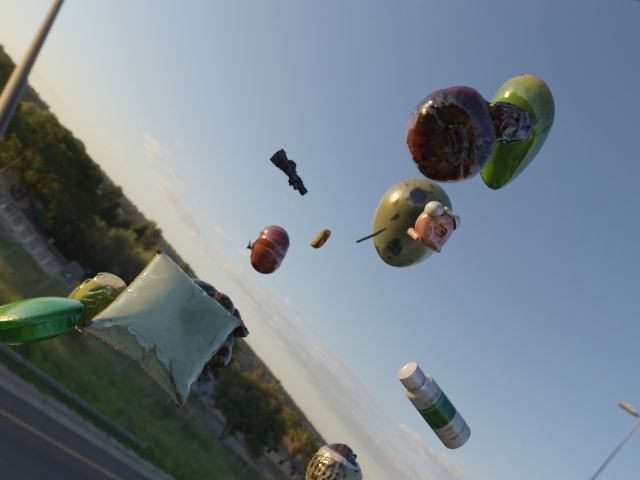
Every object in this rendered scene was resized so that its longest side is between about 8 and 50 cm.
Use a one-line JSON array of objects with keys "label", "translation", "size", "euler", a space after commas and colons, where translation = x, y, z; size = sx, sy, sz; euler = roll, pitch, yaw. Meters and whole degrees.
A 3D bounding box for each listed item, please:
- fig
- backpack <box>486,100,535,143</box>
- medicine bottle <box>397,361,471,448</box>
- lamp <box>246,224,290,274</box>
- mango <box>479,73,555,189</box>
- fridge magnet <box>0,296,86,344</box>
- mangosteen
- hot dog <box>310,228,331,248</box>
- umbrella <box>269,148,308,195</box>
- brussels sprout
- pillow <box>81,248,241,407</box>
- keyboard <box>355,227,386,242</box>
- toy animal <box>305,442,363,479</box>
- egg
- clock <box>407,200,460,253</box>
[{"label": "fig", "translation": [0.320, -0.265, 1.179], "size": [0.223, 0.263, 0.224], "euler": [21, -44, 22]}, {"label": "backpack", "translation": [0.543, -0.339, 1.397], "size": [0.106, 0.165, 0.120], "euler": [-135, -134, -62]}, {"label": "medicine bottle", "translation": [0.320, 0.468, 1.373], "size": [0.260, 0.095, 0.095], "euler": [52, -15, -6]}, {"label": "lamp", "translation": [-0.188, 0.029, 1.717], "size": [0.140, 0.182, 0.182], "euler": [26, -12, -10]}, {"label": "mango", "translation": [0.636, -0.351, 1.592], "size": [0.225, 0.201, 0.382], "euler": [35, -66, 52]}, {"label": "fridge magnet", "translation": [-0.628, 0.171, 1.056], "size": [0.208, 0.207, 0.088], "euler": [180, -97, -71]}, {"label": "mangosteen", "translation": [-0.545, 0.364, 2.095], "size": [0.421, 0.381, 0.381], "euler": [23, -4, -24]}, {"label": "hot dog", "translation": [0.000, 0.000, 1.553], "size": [0.030, 0.034, 0.090], "euler": [29, -52, -22]}, {"label": "umbrella", "translation": [-0.125, -0.292, 2.094], "size": [0.224, 0.080, 0.071], "euler": [55, 17, 5]}, {"label": "brussels sprout", "translation": [-0.601, 0.179, 1.309], "size": [0.161, 0.181, 0.144], "euler": [16, 19, 9]}, {"label": "pillow", "translation": [-0.389, 0.214, 1.242], "size": [0.312, 0.310, 0.119], "euler": [44, -47, -10]}, {"label": "keyboard", "translation": [0.200, -0.020, 1.922], "size": [0.014, 0.055, 0.176], "euler": [61, -24, -1]}, {"label": "toy animal", "translation": [0.008, 0.414, 0.850], "size": [0.098, 0.137, 0.098], "euler": [172, -90, -69]}, {"label": "egg", "translation": [0.411, -0.078, 2.196], "size": [0.344, 0.428, 0.345], "euler": [30, -6, 3]}, {"label": "clock", "translation": [0.423, -0.050, 1.749], "size": [0.165, 0.162, 0.093], "euler": [26, 14, -31]}]
